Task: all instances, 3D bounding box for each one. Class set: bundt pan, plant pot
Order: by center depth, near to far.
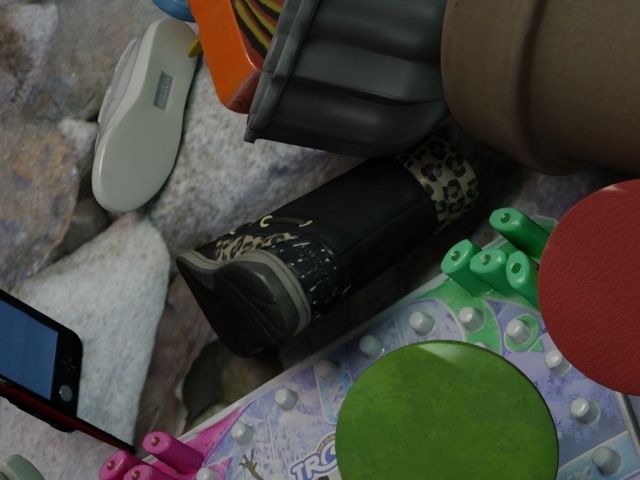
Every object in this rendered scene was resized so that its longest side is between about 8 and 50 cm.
[{"bbox_3d":[0.236,-0.128,1.036,0.229,0.263,0.263,30,86,30],"label":"plant pot"},{"bbox_3d":[0.061,-0.202,1.167,0.331,0.124,0.331,-161,90,-85],"label":"bundt pan"}]

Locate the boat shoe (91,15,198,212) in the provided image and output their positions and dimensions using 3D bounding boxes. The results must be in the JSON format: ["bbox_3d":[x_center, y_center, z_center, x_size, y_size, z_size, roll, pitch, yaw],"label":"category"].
[{"bbox_3d":[-0.157,-0.102,1.479,0.063,0.066,0.184,-18,55,50],"label":"boat shoe"}]

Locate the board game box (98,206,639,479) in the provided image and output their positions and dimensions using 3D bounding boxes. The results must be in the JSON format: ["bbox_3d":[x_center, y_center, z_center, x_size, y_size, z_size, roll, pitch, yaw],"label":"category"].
[{"bbox_3d":[0.030,0.215,1.122,0.390,0.050,0.390,-33,47,22],"label":"board game box"}]

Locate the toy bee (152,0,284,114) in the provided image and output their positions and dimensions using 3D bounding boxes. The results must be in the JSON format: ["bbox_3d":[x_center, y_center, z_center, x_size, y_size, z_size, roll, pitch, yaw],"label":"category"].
[{"bbox_3d":[-0.056,-0.246,1.428,0.195,0.162,0.298,-18,84,51],"label":"toy bee"}]

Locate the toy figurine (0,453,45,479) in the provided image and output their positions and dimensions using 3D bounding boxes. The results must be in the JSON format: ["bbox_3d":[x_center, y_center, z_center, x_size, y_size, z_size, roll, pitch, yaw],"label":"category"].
[{"bbox_3d":[-0.171,0.257,1.085,0.148,0.209,0.213,-42,43,23],"label":"toy figurine"}]

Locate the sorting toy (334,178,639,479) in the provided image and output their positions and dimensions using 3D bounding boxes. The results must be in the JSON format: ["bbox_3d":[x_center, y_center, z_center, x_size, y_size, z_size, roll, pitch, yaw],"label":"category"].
[{"bbox_3d":[0.100,0.089,1.042,0.365,0.127,0.126,-41,2,19],"label":"sorting toy"}]

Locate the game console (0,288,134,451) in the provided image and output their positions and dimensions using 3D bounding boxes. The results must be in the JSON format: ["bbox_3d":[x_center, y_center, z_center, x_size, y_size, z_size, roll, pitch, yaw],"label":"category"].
[{"bbox_3d":[-0.210,0.090,1.343,0.085,0.144,0.124,-20,53,31],"label":"game console"}]

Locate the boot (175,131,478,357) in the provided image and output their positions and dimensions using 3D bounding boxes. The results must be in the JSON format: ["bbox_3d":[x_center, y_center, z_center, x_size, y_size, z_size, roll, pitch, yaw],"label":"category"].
[{"bbox_3d":[0.001,0.001,1.260,0.178,0.085,0.236,-34,8,-16],"label":"boot"}]
